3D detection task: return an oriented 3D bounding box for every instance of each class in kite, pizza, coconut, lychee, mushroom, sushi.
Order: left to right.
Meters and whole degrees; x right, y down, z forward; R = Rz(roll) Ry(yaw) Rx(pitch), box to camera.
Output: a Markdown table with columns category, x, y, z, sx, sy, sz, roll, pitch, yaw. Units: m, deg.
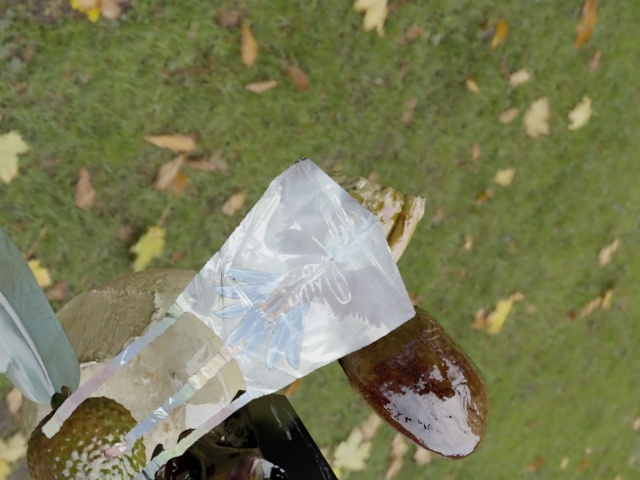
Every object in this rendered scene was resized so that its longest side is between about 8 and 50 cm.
| category | x | y | z | sx | sy | sz | roll | pitch | yaw |
| --- | --- | --- | --- | --- | --- | --- | --- | --- | --- |
| lychee | -0.225 | 0.205 | 1.124 | 0.114 | 0.146 | 0.114 | -23 | 159 | -9 |
| coconut | -0.249 | 0.208 | 1.733 | 0.360 | 0.346 | 0.346 | -30 | 140 | -75 |
| sushi | -0.113 | 0.324 | 1.329 | 0.227 | 0.215 | 0.212 | -44 | 152 | 17 |
| kite | -0.077 | 0.073 | 0.927 | 0.310 | 0.015 | 0.169 | -35 | 113 | -10 |
| pizza | 0.000 | 0.000 | 1.736 | 0.323 | 0.223 | 0.089 | -44 | -174 | -9 |
| mushroom | 0.129 | 0.168 | 1.445 | 0.231 | 0.194 | 0.138 | 32 | 92 | -41 |

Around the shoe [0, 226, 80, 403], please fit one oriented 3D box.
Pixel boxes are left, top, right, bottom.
| category | x | y | z | sx | sy | sz | roll | pitch | yaw |
| --- | --- | --- | --- | --- | --- | --- | --- | --- | --- |
| shoe | -0.343 | 0.077 | 1.216 | 0.103 | 0.100 | 0.251 | -89 | 155 | -59 |
